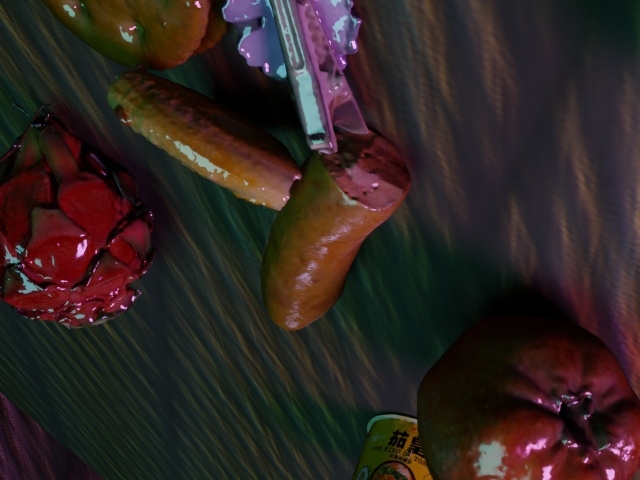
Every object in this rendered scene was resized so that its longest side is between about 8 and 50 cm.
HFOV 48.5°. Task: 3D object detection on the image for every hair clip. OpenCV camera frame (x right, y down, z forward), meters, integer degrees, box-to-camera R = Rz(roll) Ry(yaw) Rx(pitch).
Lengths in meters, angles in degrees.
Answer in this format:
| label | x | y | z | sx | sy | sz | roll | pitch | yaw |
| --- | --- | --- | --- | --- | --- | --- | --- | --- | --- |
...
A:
| label | x | y | z | sx | sy | sz | roll | pitch | yaw |
| --- | --- | --- | --- | --- | --- | --- | --- | --- | --- |
| hair clip | -0.033 | -0.198 | 0.540 | 0.106 | 0.084 | 0.292 | -6 | 125 | 24 |

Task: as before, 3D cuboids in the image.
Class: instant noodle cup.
| label | x | y | z | sx | sy | sz | roll | pitch | yaw |
| --- | --- | --- | --- | --- | --- | --- | --- | --- | --- |
| instant noodle cup | 0.119 | 0.356 | 0.997 | 0.182 | 0.144 | 0.182 | 22 | 142 | 18 |

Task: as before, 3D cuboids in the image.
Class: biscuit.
| label | x | y | z | sx | sy | sz | roll | pitch | yaw |
| --- | --- | --- | --- | --- | --- | --- | --- | --- | --- |
| biscuit | -0.175 | -0.248 | 0.609 | 0.220 | 0.066 | 0.220 | 23 | 143 | 19 |

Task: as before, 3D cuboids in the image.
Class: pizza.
| label | x | y | z | sx | sy | sz | roll | pitch | yaw |
| --- | --- | --- | --- | --- | --- | --- | --- | --- | --- |
| pizza | -0.107 | -0.100 | 0.663 | 0.182 | 0.161 | 0.062 | 26 | 111 | -12 |

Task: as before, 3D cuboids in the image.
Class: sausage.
| label | x | y | z | sx | sy | sz | roll | pitch | yaw |
| --- | --- | --- | --- | --- | --- | --- | --- | --- | --- |
| sausage | -0.002 | 0.001 | 0.721 | 0.109 | 0.109 | 0.270 | 31 | 141 | 5 |

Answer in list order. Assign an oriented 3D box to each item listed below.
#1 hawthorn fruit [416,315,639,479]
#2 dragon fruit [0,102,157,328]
| label | x | y | z | sx | sy | sz | roll | pitch | yaw |
| --- | --- | --- | --- | --- | --- | --- | --- | --- | --- |
| hawthorn fruit | 0.184 | 0.188 | 0.707 | 0.210 | 0.210 | 0.262 | 35 | 152 | 0 |
| dragon fruit | -0.330 | -0.029 | 0.895 | 0.233 | 0.233 | 0.293 | -10 | 94 | 45 |
